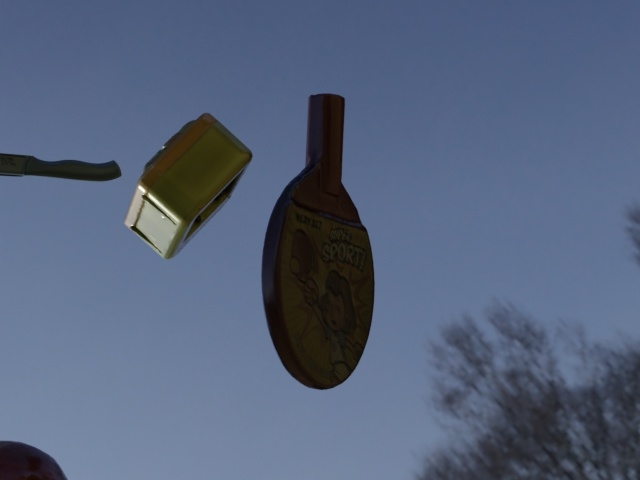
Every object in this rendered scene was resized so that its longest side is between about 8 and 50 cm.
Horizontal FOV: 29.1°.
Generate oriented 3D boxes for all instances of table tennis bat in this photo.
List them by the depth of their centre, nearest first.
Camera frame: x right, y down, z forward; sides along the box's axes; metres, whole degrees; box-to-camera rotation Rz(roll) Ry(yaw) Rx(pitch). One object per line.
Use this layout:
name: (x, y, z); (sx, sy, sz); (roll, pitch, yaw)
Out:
table tennis bat: (0.000, 0.000, 1.284); (0.200, 0.038, 0.310); (16, -106, -58)

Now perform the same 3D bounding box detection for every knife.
knife: (-0.331, -0.085, 1.405); (0.210, 0.028, 0.015); (3, -4, -22)

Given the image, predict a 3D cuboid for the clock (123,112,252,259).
clock: (-0.175, -0.068, 1.601); (0.143, 0.096, 0.202); (-51, 0, -23)

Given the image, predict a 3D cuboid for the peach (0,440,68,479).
peach: (-0.344, 0.346, 1.369); (0.214, 0.235, 0.214); (-44, 4, 4)
